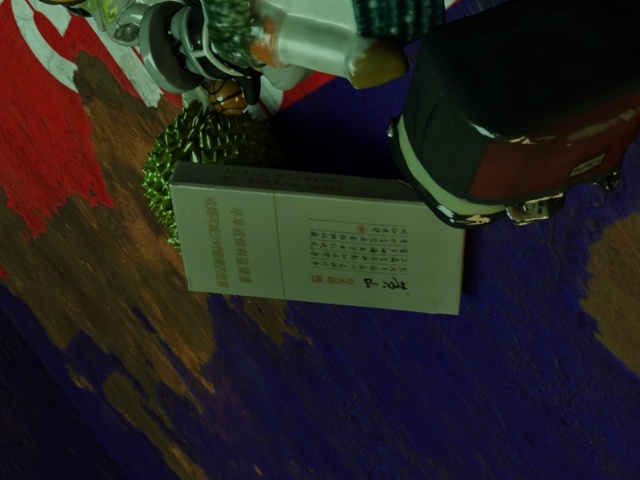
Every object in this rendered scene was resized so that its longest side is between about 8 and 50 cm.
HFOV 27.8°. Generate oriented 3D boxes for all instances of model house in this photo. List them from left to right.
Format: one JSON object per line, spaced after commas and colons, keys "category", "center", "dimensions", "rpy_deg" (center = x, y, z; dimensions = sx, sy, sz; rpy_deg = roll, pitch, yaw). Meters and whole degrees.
{"category": "model house", "center": [0.068, -0.266, 1.256], "dimensions": [0.300, 0.271, 0.190], "rpy_deg": [20, 146, 25]}

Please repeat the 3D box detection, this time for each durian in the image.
{"category": "durian", "center": [-0.134, -0.073, 1.783], "dimensions": [0.176, 0.200, 0.237], "rpy_deg": [10, 138, 16]}

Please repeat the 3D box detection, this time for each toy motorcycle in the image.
{"category": "toy motorcycle", "center": [-0.235, -0.353, 1.702], "dimensions": [0.223, 0.108, 0.340], "rpy_deg": [44, 145, -7]}

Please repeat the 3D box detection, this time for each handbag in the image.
{"category": "handbag", "center": [0.201, -0.121, 1.214], "dimensions": [0.181, 0.254, 0.181], "rpy_deg": [56, 156, 22]}

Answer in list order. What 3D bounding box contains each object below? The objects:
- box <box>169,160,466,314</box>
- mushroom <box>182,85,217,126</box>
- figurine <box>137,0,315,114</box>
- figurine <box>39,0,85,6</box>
{"category": "box", "center": [0.001, -0.001, 1.643], "dimensions": [0.365, 0.051, 0.205], "rpy_deg": [5, 137, 8]}
{"category": "mushroom", "center": [-0.176, -0.152, 1.900], "dimensions": [0.084, 0.071, 0.209], "rpy_deg": [-94, 3, -49]}
{"category": "figurine", "center": [-0.092, -0.244, 1.575], "dimensions": [0.236, 0.133, 0.176], "rpy_deg": [-9, 120, 36]}
{"category": "figurine", "center": [-0.307, -0.403, 1.552], "dimensions": [0.116, 0.174, 0.240], "rpy_deg": [-150, 65, -67]}
